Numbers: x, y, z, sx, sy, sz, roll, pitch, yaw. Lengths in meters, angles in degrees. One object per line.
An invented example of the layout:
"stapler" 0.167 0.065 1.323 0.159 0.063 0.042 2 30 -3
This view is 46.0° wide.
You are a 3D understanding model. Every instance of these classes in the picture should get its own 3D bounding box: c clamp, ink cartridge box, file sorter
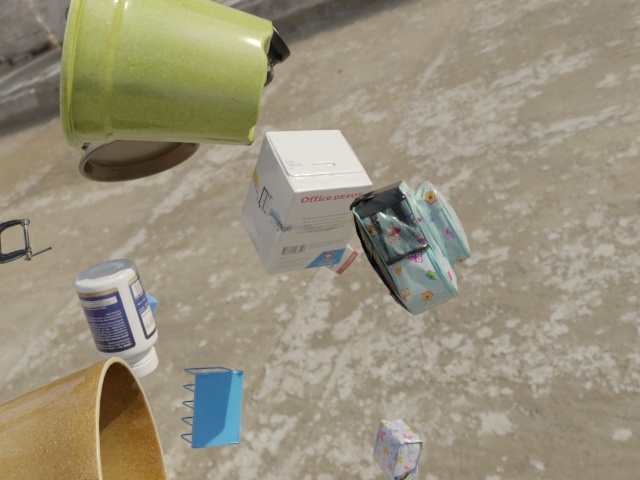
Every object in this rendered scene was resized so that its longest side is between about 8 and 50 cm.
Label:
"c clamp" -0.708 0.000 1.771 0.137 0.022 0.161 -25 49 -10
"ink cartridge box" -0.034 -0.078 1.491 0.171 0.233 0.168 -7 50 -28
"ink cartridge box" 0.000 0.000 1.731 0.072 0.175 0.127 -47 68 4
"file sorter" -0.261 0.386 1.771 0.118 0.170 0.104 4 -1 -33

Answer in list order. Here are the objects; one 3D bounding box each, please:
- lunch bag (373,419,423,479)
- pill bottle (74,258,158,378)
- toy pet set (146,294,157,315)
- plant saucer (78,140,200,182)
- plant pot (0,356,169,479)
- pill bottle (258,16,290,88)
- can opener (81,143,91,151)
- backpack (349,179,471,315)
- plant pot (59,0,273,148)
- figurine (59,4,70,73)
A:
"lunch bag" 0.120 0.333 1.179 0.053 0.083 0.071 6 14 -26
"pill bottle" -0.301 0.122 1.137 0.094 0.170 0.094 -11 21 4
"toy pet set" -0.500 0.189 2.040 0.065 0.122 0.114 -26 -14 31
"plant saucer" -0.411 -0.203 1.710 0.277 0.041 0.278 -19 -11 -4
"plant pot" -0.275 0.244 0.648 0.254 0.237 0.237 -12 27 -3
"pill bottle" -0.168 -0.320 1.441 0.219 0.123 0.123 -42 28 -4
"can opener" -0.619 -0.280 2.039 0.186 0.073 0.059 4 48 42
"backpack" 0.138 0.008 1.093 0.144 0.189 0.166 -20 5 7
"plant pot" -0.204 -0.242 1.065 0.253 0.276 0.276 10 28 -8
"figurine" -0.510 -0.425 1.639 0.092 0.215 0.209 4 5 -35
